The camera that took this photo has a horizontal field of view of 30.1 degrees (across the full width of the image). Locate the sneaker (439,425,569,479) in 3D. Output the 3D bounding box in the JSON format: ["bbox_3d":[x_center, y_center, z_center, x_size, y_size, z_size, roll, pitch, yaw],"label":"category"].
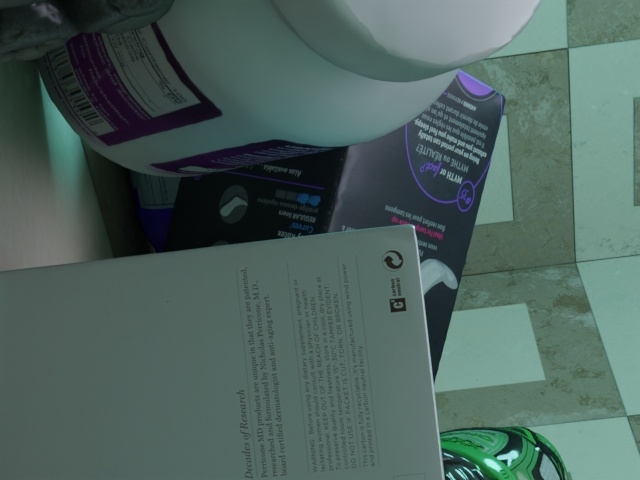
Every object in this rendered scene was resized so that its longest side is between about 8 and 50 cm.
[{"bbox_3d":[0.019,0.216,0.742,0.146,0.343,0.134,-4,67,-44],"label":"sneaker"}]

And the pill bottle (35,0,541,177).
[{"bbox_3d":[-0.026,-0.125,0.592,0.301,0.169,0.169,-3,-85,61],"label":"pill bottle"}]

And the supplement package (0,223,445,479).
[{"bbox_3d":[-0.047,0.104,0.530,0.149,0.203,0.194,48,36,-84],"label":"supplement package"}]

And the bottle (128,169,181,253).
[{"bbox_3d":[-0.094,-0.051,0.897,0.118,0.092,0.282,-71,154,-68],"label":"bottle"}]

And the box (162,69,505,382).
[{"bbox_3d":[0.000,0.000,0.819,0.165,0.143,0.270,18,85,-50],"label":"box"}]

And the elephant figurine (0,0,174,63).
[{"bbox_3d":[-0.133,-0.193,0.423,0.186,0.169,0.239,-17,-92,49],"label":"elephant figurine"}]
